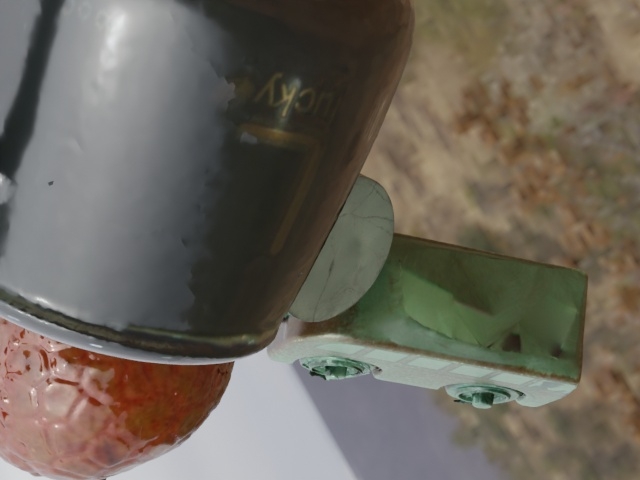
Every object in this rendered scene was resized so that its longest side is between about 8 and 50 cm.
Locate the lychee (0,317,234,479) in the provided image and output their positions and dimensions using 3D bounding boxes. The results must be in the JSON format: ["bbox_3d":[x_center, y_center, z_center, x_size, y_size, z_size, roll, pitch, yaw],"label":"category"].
[{"bbox_3d":[-0.184,0.087,1.594,0.255,0.255,0.300,-123,16,-63],"label":"lychee"}]

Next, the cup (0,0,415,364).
[{"bbox_3d":[-0.081,-0.052,0.701,0.223,0.176,0.169,0,-154,-47],"label":"cup"}]

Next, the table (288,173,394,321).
[{"bbox_3d":[0.000,0.000,1.616,0.043,0.133,0.133,30,158,40],"label":"table"}]

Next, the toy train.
[{"bbox_3d":[0.096,0.072,1.783,0.159,0.326,0.129,140,139,-64],"label":"toy train"}]
